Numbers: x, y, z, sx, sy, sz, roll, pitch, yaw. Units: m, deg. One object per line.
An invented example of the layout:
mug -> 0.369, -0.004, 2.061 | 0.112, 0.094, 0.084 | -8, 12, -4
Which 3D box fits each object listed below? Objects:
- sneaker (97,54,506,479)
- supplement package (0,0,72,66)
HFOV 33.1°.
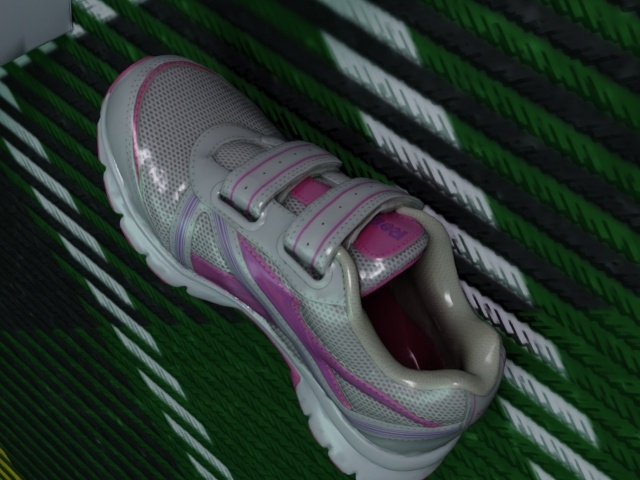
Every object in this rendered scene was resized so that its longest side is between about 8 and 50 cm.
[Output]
sneaker -> 0.000, 0.000, 0.519 | 0.252, 0.103, 0.111 | 46, 142, -2
supplement package -> -0.279, -0.175, 0.586 | 0.194, 0.203, 0.149 | 37, 143, 23
